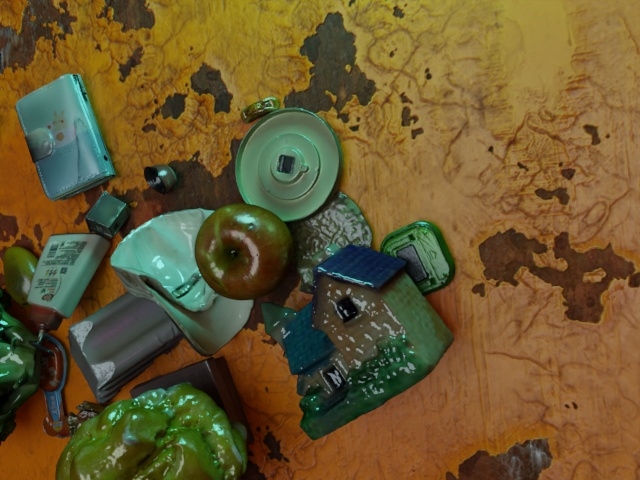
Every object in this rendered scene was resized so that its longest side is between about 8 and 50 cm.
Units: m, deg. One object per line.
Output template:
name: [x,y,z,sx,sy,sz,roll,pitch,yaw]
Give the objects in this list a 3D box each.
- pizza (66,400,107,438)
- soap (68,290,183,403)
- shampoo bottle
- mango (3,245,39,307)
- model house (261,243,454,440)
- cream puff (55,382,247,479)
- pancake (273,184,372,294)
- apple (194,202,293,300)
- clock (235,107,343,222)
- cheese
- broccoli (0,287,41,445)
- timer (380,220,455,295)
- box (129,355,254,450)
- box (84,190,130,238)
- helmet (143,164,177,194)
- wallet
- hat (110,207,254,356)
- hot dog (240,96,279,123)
pizza: [-0.510,0.475,1.838,0.147,0.069,0.226,7,103,-4]
soap: [-0.406,0.208,1.792,0.302,0.258,0.159,-32,78,-25]
shampoo bottle: [-0.574,0.118,1.763,0.153,0.071,0.284,1,62,21]
mango: [-0.694,0.081,1.876,0.103,0.076,0.161,-41,71,25]
model house: [0.038,0.164,1.496,0.312,0.245,0.280,-36,88,27]
cream puff: [-0.299,0.456,1.509,0.275,0.378,0.378,46,109,34]
pancake: [0.000,0.000,1.630,0.212,0.029,0.235,-31,82,20]
apple: [-0.146,0.020,1.569,0.196,0.196,0.196,1,94,21]
clock: [-0.067,-0.152,1.630,0.235,0.029,0.235,-2,85,21]
cheese: [-0.633,0.340,1.887,0.106,0.037,0.256,-9,90,22]
broccoli: [-0.789,0.302,1.791,0.310,0.413,0.321,26,119,-26]
timer: [0.186,0.039,1.552,0.128,0.047,0.140,-25,85,21]
box: [-0.273,0.376,1.727,0.215,0.086,0.215,-24,85,20]
box: [-0.468,-0.055,1.772,0.063,0.060,0.085,21,59,12]
helmet: [-0.341,-0.139,1.739,0.084,0.049,0.065,29,141,41]
wallet: [-0.576,-0.229,1.809,0.176,0.075,0.250,-22,85,17]
hat: [-0.279,0.095,1.674,0.168,0.258,0.301,-12,110,48]
hot dog: [-0.130,-0.270,1.658,0.090,0.034,0.030,-20,86,20]
